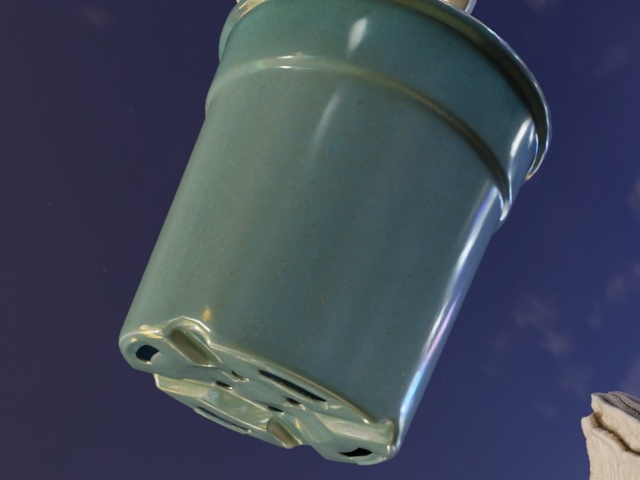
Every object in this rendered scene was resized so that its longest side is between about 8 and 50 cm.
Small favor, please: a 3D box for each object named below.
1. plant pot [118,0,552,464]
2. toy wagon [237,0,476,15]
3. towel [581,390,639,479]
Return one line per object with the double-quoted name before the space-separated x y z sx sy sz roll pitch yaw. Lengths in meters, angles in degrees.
"plant pot" 0.000 0.000 0.788 0.341 0.341 0.334 44 -122 -37
"toy wagon" 0.002 -0.313 0.893 0.267 0.344 0.068 -67 -17 12
"towel" 0.212 0.240 0.524 0.049 0.187 0.282 -9 -94 5
